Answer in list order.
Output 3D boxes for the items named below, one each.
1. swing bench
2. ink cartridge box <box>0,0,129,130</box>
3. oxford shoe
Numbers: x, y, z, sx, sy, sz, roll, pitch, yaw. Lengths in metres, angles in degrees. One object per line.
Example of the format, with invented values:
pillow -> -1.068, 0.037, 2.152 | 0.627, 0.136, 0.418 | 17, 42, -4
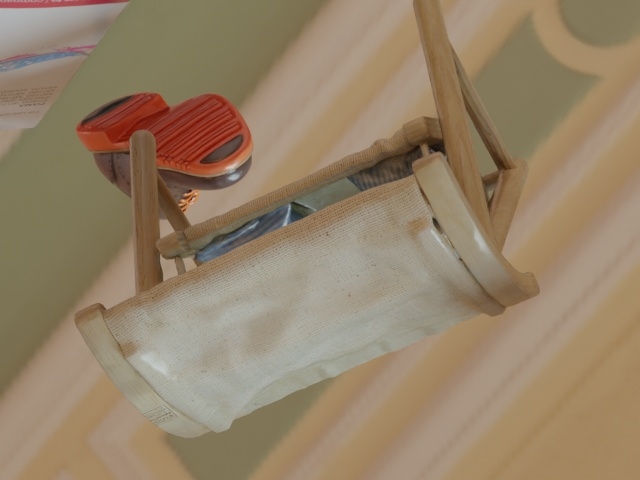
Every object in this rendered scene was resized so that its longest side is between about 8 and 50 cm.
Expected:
swing bench -> 0.000, 0.000, 1.256 | 0.253, 0.165, 0.254 | -23, -152, 16
ink cartridge box -> -0.225, -0.223, 1.250 | 0.306, 0.131, 0.226 | -37, -117, 58
oxford shoe -> -0.124, -0.070, 1.686 | 0.097, 0.098, 0.271 | -33, -157, -19
